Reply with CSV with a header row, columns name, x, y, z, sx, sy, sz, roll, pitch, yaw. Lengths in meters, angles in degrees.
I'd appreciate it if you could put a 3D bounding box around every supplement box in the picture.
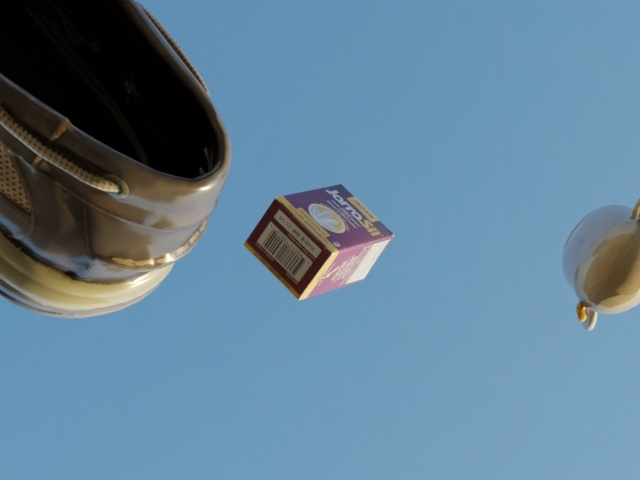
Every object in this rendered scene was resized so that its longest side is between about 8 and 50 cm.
name,x,y,z,sx,sy,sz,roll,pitch,yaw
supplement box,0.000,0.000,0.996,0.055,0.083,0.043,43,-64,17

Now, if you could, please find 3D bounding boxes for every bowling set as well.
name,x,y,z,sx,sy,sz,roll,pitch,yaw
bowling set,0.268,-0.047,0.793,0.200,0.154,0.287,28,-84,5

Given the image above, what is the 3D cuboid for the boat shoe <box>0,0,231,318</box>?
name,x,y,z,sx,sy,sz,roll,pitch,yaw
boat shoe,-0.161,-0.131,0.628,0.355,0.132,0.130,47,-44,-10
